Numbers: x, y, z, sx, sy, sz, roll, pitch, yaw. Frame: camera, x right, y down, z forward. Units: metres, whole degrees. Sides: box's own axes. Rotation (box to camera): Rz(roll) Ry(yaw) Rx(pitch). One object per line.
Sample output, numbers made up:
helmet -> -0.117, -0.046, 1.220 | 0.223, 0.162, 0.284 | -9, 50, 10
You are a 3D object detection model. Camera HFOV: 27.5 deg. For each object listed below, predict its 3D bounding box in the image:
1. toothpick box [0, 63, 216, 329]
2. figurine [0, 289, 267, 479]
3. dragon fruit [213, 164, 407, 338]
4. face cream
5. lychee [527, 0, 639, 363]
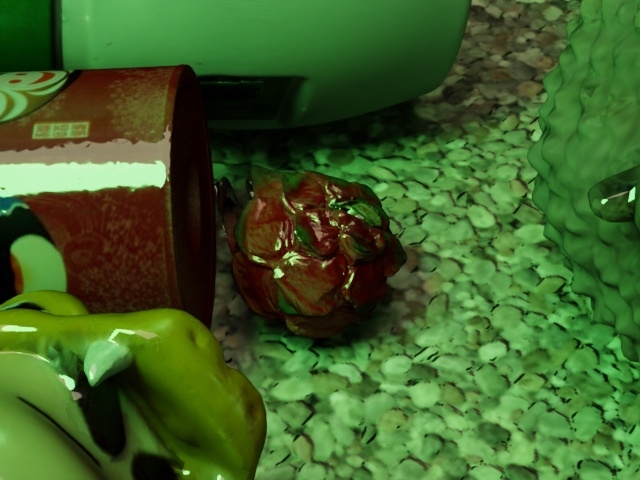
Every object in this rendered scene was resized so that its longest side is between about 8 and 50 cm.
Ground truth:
toothpick box -> -0.250, -0.015, 0.906 | 0.333, 0.204, 0.204 | -2, 45, 4
figurine -> -0.234, 0.195, 0.649 | 0.400, 0.268, 0.387 | 17, 51, 27
dragon fruit -> -0.006, 0.002, 0.925 | 0.121, 0.130, 0.142 | -20, 6, -5
face cream -> -0.076, -0.205, 1.013 | 0.356, 0.312, 0.220 | 1, 79, -9
lychee -> 0.327, -0.062, 0.794 | 0.432, 0.380, 0.380 | -17, 44, -35
